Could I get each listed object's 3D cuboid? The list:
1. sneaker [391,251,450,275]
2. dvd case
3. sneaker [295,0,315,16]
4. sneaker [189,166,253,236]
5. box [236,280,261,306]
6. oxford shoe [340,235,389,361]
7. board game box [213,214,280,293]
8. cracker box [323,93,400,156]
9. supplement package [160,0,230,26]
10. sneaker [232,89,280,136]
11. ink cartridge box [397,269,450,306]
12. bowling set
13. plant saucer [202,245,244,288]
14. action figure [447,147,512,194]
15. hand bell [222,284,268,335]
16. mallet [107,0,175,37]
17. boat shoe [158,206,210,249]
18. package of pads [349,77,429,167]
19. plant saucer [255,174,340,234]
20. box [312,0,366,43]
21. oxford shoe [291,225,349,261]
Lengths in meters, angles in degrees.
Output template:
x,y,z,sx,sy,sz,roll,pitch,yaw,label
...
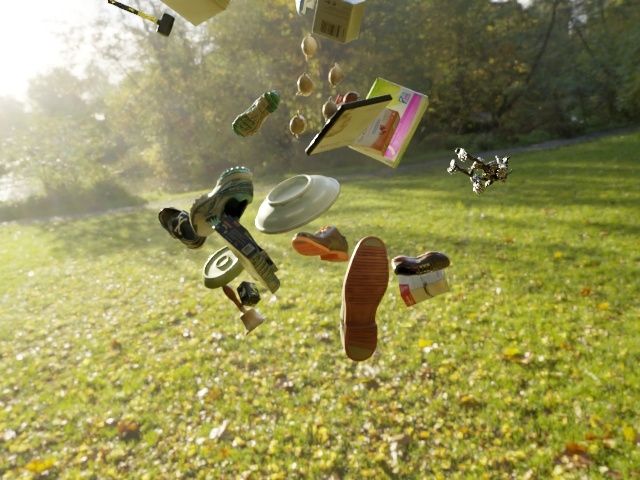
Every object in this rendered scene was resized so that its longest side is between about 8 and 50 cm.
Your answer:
x,y,z,sx,sy,sz,roll,pitch,yaw,label
0.268,0.074,1.437,0.158,0.061,0.065,-8,28,13,sneaker
0.078,-0.334,1.577,0.180,0.022,0.253,-21,-10,-32,dvd case
0.004,-0.754,1.497,0.131,0.111,0.296,-7,-29,-17,sneaker
-0.286,-0.083,1.539,0.110,0.122,0.283,10,-41,-38,sneaker
-0.275,0.205,2.065,0.062,0.052,0.083,15,37,-44,box
0.119,0.173,1.714,0.141,0.396,0.146,8,9,-14,oxford shoe
-0.173,0.050,1.423,0.060,0.194,0.194,-41,45,-13,board game box
0.144,-0.407,1.904,0.232,0.155,0.067,21,-7,19,cracker box
-0.310,-0.638,1.252,0.203,0.149,0.194,29,-10,-34,supplement package
-0.166,-0.340,1.443,0.167,0.065,0.076,-33,21,24,sneaker
0.333,0.137,1.747,0.151,0.063,0.109,-23,29,16,ink cartridge box
0.023,-0.426,1.523,0.200,0.286,0.154,6,13,-1,bowling set
-0.395,0.095,2.214,0.241,0.037,0.240,-24,35,18,plant saucer
0.626,-0.256,2.047,0.276,0.164,0.140,12,45,-21,action figure
-0.353,0.284,2.346,0.126,0.242,0.126,-40,-2,-1,hand bell
-0.512,-0.658,1.551,0.190,0.062,0.039,28,-4,-10,mallet
-0.482,-0.046,1.882,0.091,0.114,0.303,33,-10,-38,boat shoe
0.256,-0.464,2.111,0.229,0.296,0.101,26,-1,15,package of pads
-0.114,-0.181,2.294,0.401,0.100,0.400,-22,28,13,plant saucer
0.048,-0.573,1.381,0.101,0.101,0.087,25,36,15,box
0.000,0.000,2.178,0.130,0.132,0.364,-4,-13,28,oxford shoe
